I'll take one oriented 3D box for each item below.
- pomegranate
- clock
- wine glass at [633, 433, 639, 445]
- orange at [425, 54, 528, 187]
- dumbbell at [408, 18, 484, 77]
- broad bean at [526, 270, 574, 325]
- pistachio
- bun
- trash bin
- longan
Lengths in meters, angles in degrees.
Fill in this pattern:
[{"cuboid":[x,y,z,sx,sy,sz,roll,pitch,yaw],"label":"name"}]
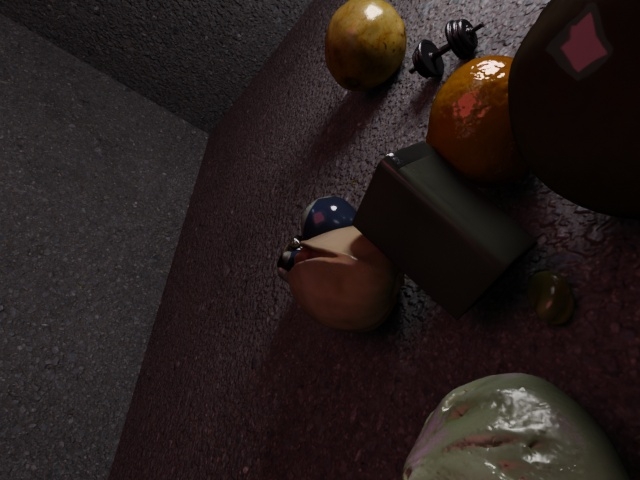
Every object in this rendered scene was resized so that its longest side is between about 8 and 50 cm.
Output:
[{"cuboid":[0.130,-0.586,1.245,0.260,0.260,0.260,-37,38,37],"label":"pomegranate"},{"cuboid":[0.000,0.000,1.064,0.243,0.147,0.199,-58,-13,17],"label":"clock"},{"cuboid":[0.340,0.278,0.320,0.156,0.156,0.232,-29,39,44],"label":"wine glass"},{"cuboid":[0.280,-0.197,0.708,0.219,0.193,0.219,1,-90,-83],"label":"orange"},{"cuboid":[0.301,-0.465,1.017,0.209,0.099,0.099,-19,51,49],"label":"dumbbell"},{"cuboid":[0.326,0.079,0.594,0.063,0.045,0.083,-53,21,40],"label":"broad bean"},{"cuboid":[0.051,0.072,0.846,0.309,0.230,0.229,0,67,60],"label":"pistachio"},{"cuboid":[0.173,0.286,0.451,0.293,0.187,0.293,-163,90,-85],"label":"bun"},{"cuboid":[0.187,-0.014,0.671,0.240,0.122,0.164,48,142,22],"label":"trash bin"},{"cuboid":[0.368,-0.175,0.486,0.297,0.297,0.297,-37,38,37],"label":"longan"}]
